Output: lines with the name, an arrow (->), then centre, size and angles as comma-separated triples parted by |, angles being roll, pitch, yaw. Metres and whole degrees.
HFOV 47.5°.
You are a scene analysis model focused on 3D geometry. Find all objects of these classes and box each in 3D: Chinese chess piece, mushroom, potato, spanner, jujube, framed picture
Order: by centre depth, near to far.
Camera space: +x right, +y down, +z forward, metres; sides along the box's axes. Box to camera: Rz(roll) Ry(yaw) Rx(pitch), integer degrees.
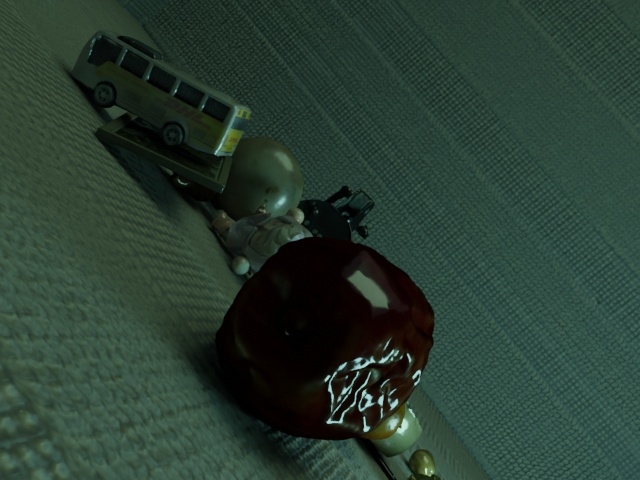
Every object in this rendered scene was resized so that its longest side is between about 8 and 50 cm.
jujube -> 0.015, 0.132, 0.994 | 0.276, 0.276, 0.377 | 53, 6, 23
framed picture -> -0.284, -0.177, 1.397 | 0.240, 0.020, 0.324 | 26, 12, -9
spanner -> 0.084, 0.380, 1.408 | 0.208, 0.012, 0.046 | 53, 3, 15
Chinese chess piece -> 0.102, 0.310, 1.456 | 0.250, 0.103, 0.250 | 54, -3, 4
mushroom -> -0.267, -0.136, 1.549 | 0.126, 0.085, 0.109 | 17, -11, 47
potato -> 0.233, 0.505, 1.652 | 0.083, 0.062, 0.068 | -27, 107, -58
mushroom -> -0.141, -0.134, 1.660 | 0.204, 0.204, 0.204 | 51, 3, -4

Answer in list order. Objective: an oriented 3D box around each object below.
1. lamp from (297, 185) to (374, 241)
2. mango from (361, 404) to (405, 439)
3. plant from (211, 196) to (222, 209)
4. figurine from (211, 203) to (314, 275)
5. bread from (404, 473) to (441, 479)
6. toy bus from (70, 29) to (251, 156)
lamp -> -0.025, 0.032, 1.921 | 0.205, 0.374, 0.272 | 46, -30, 16
mango -> 0.029, 0.231, 1.274 | 0.289, 0.129, 0.146 | 49, 11, 28
plant -> -0.234, -0.152, 1.787 | 0.142, 0.131, 0.203 | 56, 13, 5
figurine -> -0.111, 0.012, 1.508 | 0.276, 0.200, 0.133 | 21, -37, 43
bread -> 0.233, 0.512, 1.381 | 0.269, 0.098, 0.087 | 48, 47, -51
toy bus -> -0.305, -0.275, 1.382 | 0.342, 0.138, 0.097 | 32, 15, 10
